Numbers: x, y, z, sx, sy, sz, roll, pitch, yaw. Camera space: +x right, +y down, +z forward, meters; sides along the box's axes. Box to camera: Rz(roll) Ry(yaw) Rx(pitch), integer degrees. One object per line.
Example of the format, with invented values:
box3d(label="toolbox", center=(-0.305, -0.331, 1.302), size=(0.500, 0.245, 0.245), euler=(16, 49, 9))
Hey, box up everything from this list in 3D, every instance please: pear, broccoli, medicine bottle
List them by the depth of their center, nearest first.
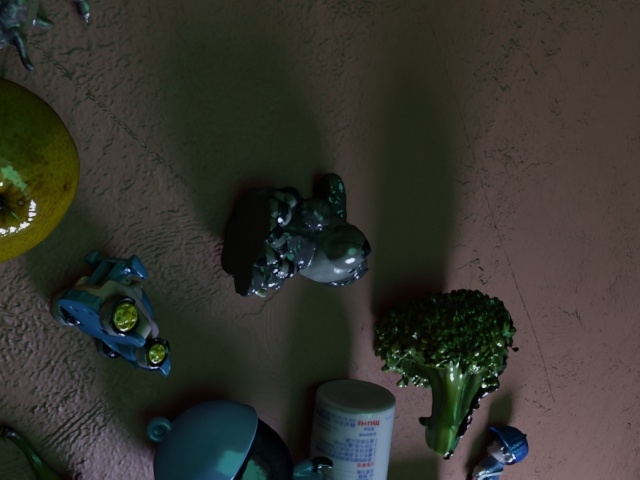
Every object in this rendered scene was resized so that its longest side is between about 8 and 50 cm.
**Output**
box3d(label="pear", center=(-0.347, -0.072, 0.709), size=(0.209, 0.209, 0.208), euler=(-10, 108, -32))
box3d(label="broccoli", center=(0.177, 0.187, 1.143), size=(0.180, 0.242, 0.273), euler=(29, 79, -14))
box3d(label="medicine bottle", center=(0.040, 0.406, 1.150), size=(0.130, 0.130, 0.341), euler=(-2, 103, -34))

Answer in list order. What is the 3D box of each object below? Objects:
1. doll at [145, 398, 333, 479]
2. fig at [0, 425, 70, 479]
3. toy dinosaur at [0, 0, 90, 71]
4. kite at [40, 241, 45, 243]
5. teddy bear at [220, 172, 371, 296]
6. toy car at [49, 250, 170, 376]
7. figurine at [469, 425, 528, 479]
box3d(label="doll", center=(-0.110, 0.330, 1.009), size=(0.314, 0.141, 0.177), euler=(35, 96, -21))
box3d(label="fig", center=(-0.341, 0.333, 0.904), size=(0.124, 0.124, 0.236), euler=(-33, 95, -23))
box3d(label="toy dinosaur", center=(-0.342, -0.290, 0.742), size=(0.200, 0.072, 0.251), euler=(-10, 118, -21))
box3d(label="kite", center=(-0.403, -0.077, 0.793), size=(0.222, 0.008, 0.125), euler=(15, 94, -36))
box3d(label="teddy bear", center=(-0.011, -0.013, 0.999), size=(0.251, 0.144, 0.171), euler=(-2, 89, -37))
box3d(label="toy car", center=(-0.239, 0.093, 0.890), size=(0.161, 0.126, 0.098), euler=(52, 55, -38))
box3d(label="figurine", center=(0.349, 0.435, 1.406), size=(0.149, 0.087, 0.086), euler=(-59, 163, -6))
